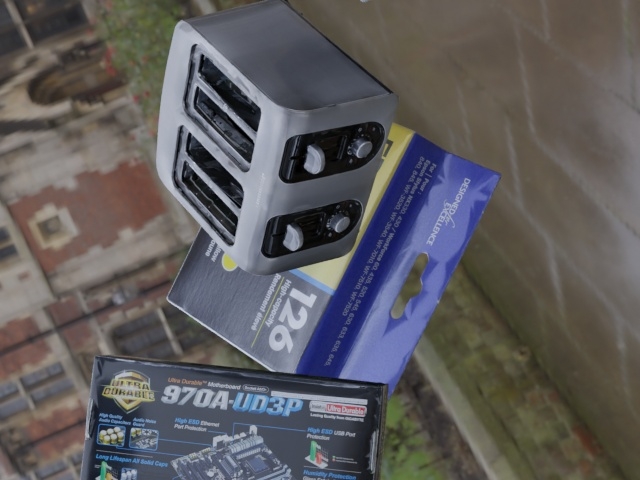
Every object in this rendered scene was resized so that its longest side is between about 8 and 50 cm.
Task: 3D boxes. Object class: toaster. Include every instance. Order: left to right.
[{"bbox_3d":[-0.043,-0.090,0.846,0.186,0.110,0.168,46,137,31],"label":"toaster"}]

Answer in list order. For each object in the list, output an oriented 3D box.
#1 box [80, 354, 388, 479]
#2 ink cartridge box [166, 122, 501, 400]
[{"bbox_3d":[-0.067,0.181,0.781,0.051,0.220,0.175,35,-120,-82],"label":"box"},{"bbox_3d":[0.000,0.000,1.176,0.307,0.304,0.072,27,-178,39],"label":"ink cartridge box"}]
